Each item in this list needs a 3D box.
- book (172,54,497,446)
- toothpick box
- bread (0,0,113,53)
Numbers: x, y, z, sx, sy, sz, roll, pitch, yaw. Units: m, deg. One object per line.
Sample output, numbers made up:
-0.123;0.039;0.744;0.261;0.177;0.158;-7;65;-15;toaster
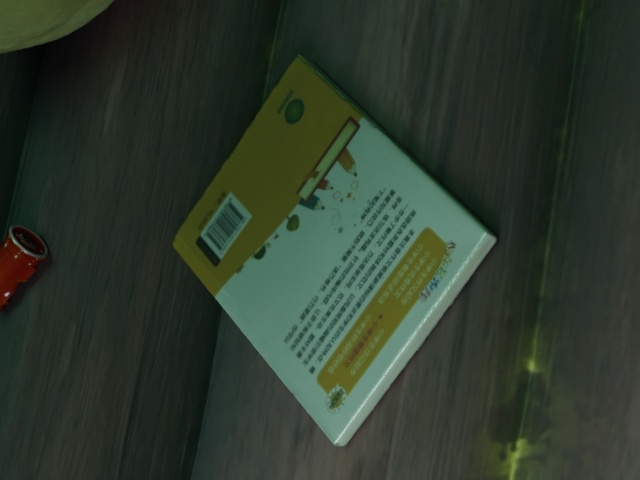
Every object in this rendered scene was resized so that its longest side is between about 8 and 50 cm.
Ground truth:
0.000;0.000;1.467;0.208;0.020;0.295;-54;45;12;book
-0.303;0.029;1.727;0.083;0.047;0.047;-48;47;19;toothpick box
-0.312;-0.328;1.688;0.320;0.320;0.237;-38;61;27;bread
